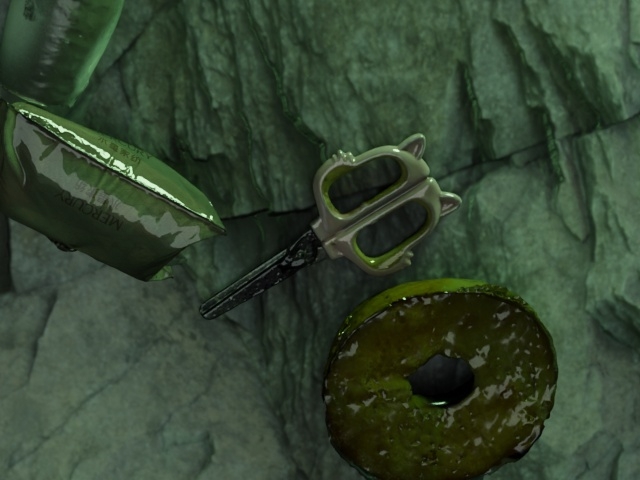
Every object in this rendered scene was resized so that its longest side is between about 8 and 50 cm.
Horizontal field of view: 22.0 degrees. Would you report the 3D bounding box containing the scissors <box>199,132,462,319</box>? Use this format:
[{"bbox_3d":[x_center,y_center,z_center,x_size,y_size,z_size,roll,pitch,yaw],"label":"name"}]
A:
[{"bbox_3d":[0.000,0.000,1.840,0.317,0.024,0.160,-31,109,4],"label":"scissors"}]

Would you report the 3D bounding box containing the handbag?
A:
[{"bbox_3d":[-0.245,-0.044,1.749,0.270,0.182,0.117,29,61,-14],"label":"handbag"}]

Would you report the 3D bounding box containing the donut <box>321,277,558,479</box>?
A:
[{"bbox_3d":[0.130,0.152,1.860,0.272,0.107,0.272,-3,110,-8],"label":"donut"}]

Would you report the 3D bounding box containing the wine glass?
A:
[{"bbox_3d":[-0.262,-0.244,1.698,0.111,0.111,0.204,20,104,-10],"label":"wine glass"}]
